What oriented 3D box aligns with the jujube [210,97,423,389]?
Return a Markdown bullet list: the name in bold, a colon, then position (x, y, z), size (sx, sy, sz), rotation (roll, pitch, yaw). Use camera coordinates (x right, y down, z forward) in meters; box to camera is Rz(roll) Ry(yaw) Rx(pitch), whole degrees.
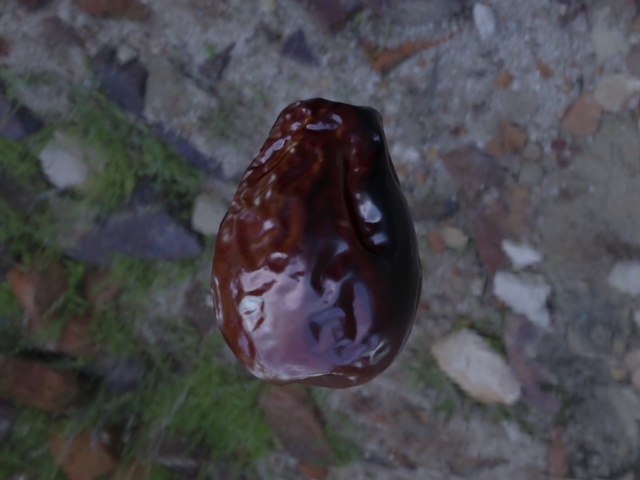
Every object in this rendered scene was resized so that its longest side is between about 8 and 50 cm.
- **jujube**: position (0.000, 0.000, 1.151), size (0.168, 0.236, 0.168), rotation (6, 169, 1)
